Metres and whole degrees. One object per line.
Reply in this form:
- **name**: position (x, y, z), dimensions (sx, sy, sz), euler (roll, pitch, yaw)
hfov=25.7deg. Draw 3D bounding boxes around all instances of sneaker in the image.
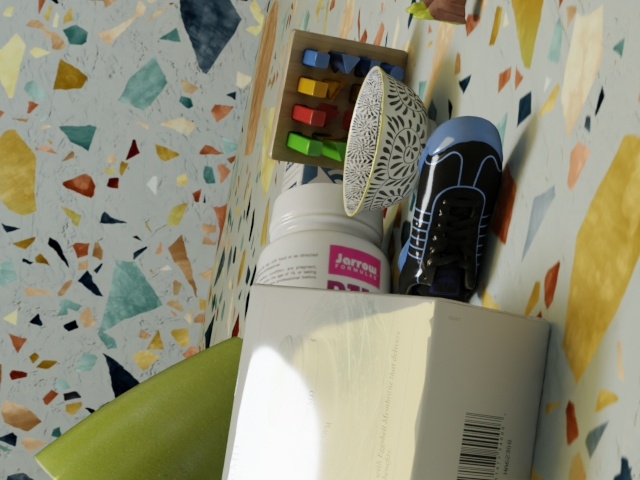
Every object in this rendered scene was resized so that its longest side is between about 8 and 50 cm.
- **sneaker**: position (0.122, -0.006, 1.293), dimensions (0.232, 0.081, 0.090), euler (100, 170, -46)

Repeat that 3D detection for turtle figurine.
- **turtle figurine**: position (0.134, -0.347, 1.489), dimensions (0.269, 0.087, 0.217), euler (-132, 44, -66)

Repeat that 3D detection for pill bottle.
- **pill bottle**: position (0.000, 0.087, 1.625), dimensions (0.160, 0.160, 0.283), euler (118, 158, -61)

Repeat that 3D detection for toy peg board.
- **toy peg board**: position (0.035, -0.162, 1.712), dimensions (0.079, 0.161, 0.161), euler (27, 108, 61)

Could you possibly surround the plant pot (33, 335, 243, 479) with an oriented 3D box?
- **plant pot**: position (-0.168, 0.272, 1.806), dimensions (0.293, 0.275, 0.275), euler (-45, 2, -14)

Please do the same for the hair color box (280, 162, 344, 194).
- **hair color box**: position (0.000, 0.000, 1.856), dimensions (0.174, 0.105, 0.347), euler (148, 130, -76)

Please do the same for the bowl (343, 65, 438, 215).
- **bowl**: position (0.084, -0.105, 1.565), dimensions (0.170, 0.080, 0.170), euler (-171, 90, -80)

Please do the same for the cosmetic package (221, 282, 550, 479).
- **cosmetic package**: position (0.044, 0.157, 1.133), dimensions (0.224, 0.138, 0.224), euler (1, 81, 49)
